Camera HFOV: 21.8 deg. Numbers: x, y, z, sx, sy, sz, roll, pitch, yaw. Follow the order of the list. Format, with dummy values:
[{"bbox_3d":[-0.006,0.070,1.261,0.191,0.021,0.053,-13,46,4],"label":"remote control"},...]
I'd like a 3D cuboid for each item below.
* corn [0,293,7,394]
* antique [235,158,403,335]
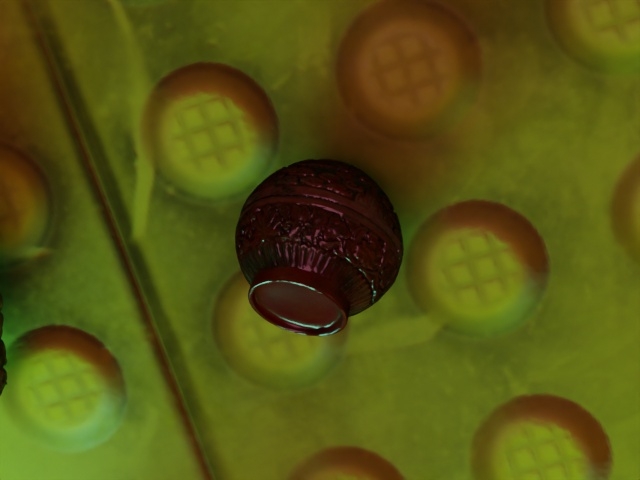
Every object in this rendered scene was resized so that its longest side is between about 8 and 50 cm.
[{"bbox_3d":[-0.279,-0.037,0.995,0.119,0.119,0.321,-17,101,14],"label":"corn"},{"bbox_3d":[0.000,0.000,0.965,0.104,0.104,0.104,3,106,9],"label":"antique"}]
